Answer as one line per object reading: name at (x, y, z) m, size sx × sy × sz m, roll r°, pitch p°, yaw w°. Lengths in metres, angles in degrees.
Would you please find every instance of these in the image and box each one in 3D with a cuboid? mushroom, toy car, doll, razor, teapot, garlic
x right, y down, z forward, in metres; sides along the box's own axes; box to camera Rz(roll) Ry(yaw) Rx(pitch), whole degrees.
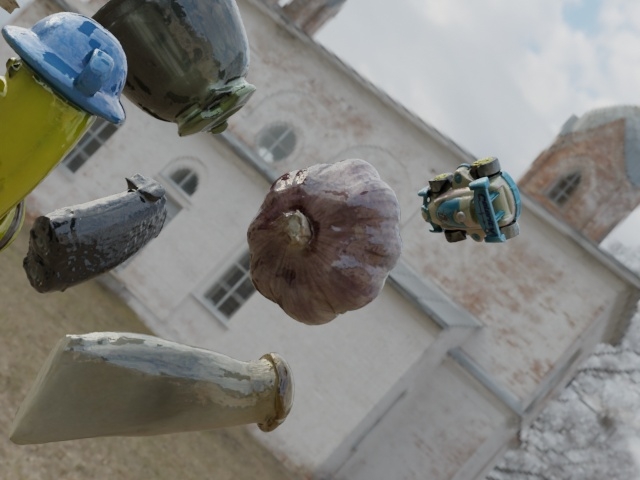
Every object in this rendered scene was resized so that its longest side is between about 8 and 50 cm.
mushroom at (-0.231, 0.206, 1.309) m, size 0.407 × 0.154 × 0.137 m, roll 2°, pitch 0°, yaw -26°
toy car at (0.211, -0.048, 1.360) m, size 0.161 × 0.098 × 0.126 m, roll -8°, pitch -75°, yaw 33°
doll at (-0.280, -0.053, 0.732) m, size 0.145 × 0.363 × 0.199 m, roll 34°, pitch 43°, yaw -35°
razor at (-0.448, -0.014, 1.861) m, size 0.107 × 0.327 × 0.189 m, roll 34°, pitch -54°, yaw 18°
teapot at (-0.234, -0.271, 1.445) m, size 0.239 × 0.239 × 0.321 m, roll 59°, pitch -35°, yaw -4°
garlic at (0.000, 0.000, 0.836) m, size 0.147 × 0.159 × 0.102 m, roll 50°, pitch 12°, yaw 18°

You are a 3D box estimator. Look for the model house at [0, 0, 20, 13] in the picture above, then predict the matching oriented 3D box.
model house at (-0.662, -0.442, 1.617) m, size 0.207 × 0.136 × 0.219 m, roll 48°, pitch -13°, yaw -27°
